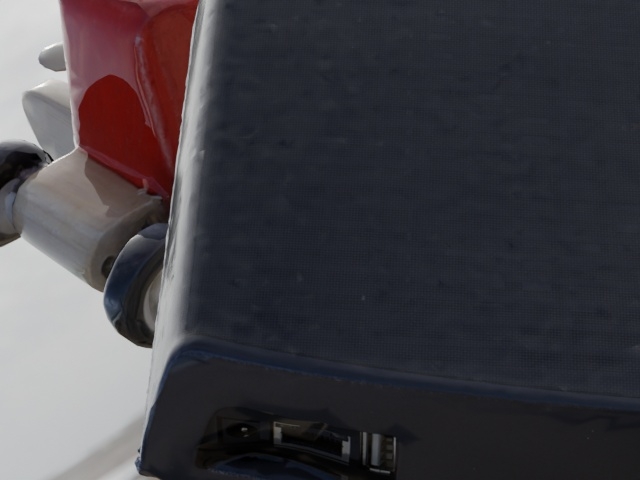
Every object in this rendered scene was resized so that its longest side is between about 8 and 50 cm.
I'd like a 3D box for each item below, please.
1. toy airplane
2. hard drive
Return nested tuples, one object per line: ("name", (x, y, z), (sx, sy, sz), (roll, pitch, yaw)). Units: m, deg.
("toy airplane", (0.000, 0.000, 0.957), (0.272, 0.386, 0.384), (-52, 8, -15))
("hard drive", (0.085, -0.007, 0.448), (0.255, 0.172, 0.054), (4, -33, 1))
